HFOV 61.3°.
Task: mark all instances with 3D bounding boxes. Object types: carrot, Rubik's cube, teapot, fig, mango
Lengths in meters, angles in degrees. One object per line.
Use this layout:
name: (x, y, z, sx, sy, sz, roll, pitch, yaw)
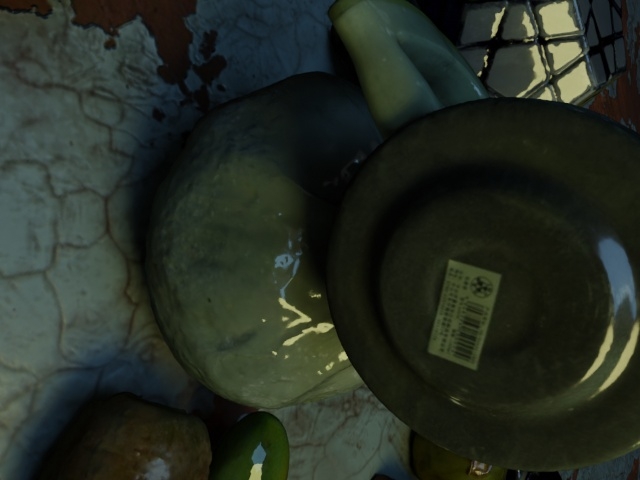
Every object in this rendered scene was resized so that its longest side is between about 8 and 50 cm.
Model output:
carrot: (-0.186, 0.283, 0.450, 0.138, 0.138, 0.302, 24, 75, -42)
Rubik's cube: (0.260, -0.274, 0.764, 0.264, 0.319, 0.319, -4, 95, -17)
teapot: (0.125, -0.010, 0.435, 0.239, 0.321, 0.239, -21, 145, -59)
fig: (0.218, 0.329, 0.828, 0.144, 0.166, 0.154, -7, 65, -11)
mango: (-0.088, 0.283, 0.545, 0.137, 0.091, 0.237, 54, 60, -79)

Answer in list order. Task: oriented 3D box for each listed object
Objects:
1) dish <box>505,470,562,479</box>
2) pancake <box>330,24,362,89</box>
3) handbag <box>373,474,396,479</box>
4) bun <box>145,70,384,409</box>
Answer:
dish: (0.388, 0.470, 1.012, 0.273, 0.134, 0.273, -1, 91, -43)
pancake: (0.117, -0.127, 0.740, 0.376, 0.054, 0.197, 62, 14, -8)
handbag: (0.126, 0.451, 0.800, 0.193, 0.072, 0.151, 48, 59, -36)
bun: (0.000, 0.000, 0.566, 0.362, 0.211, 0.362, 0, 89, -47)
